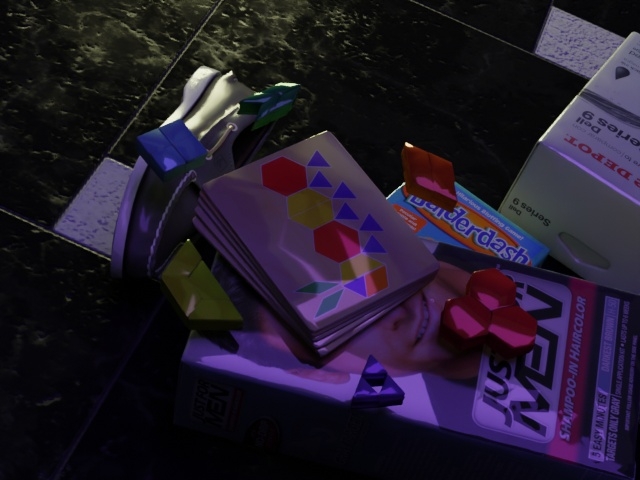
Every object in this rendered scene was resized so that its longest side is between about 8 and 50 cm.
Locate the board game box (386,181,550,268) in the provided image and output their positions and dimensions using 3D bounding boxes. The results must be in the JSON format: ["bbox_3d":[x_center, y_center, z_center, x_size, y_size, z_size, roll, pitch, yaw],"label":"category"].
[{"bbox_3d":[0.109,0.026,1.376,0.160,0.047,0.210,36,45,13],"label":"board game box"}]

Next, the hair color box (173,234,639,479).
[{"bbox_3d":[0.079,0.102,1.197,0.375,0.113,0.185,14,54,0],"label":"hair color box"}]

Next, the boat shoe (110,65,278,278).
[{"bbox_3d":[-0.117,-0.063,1.329,0.091,0.109,0.305,19,39,3],"label":"boat shoe"}]

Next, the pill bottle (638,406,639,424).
[{"bbox_3d":[0.383,0.086,1.285,0.136,0.245,0.136,12,44,-12],"label":"pill bottle"}]

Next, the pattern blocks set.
[{"bbox_3d":[0.000,0.000,1.167,0.285,0.026,0.324,-18,60,-22],"label":"pattern blocks set"}]

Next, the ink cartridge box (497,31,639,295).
[{"bbox_3d":[0.355,-0.076,1.525,0.211,0.121,0.289,34,44,11],"label":"ink cartridge box"}]
